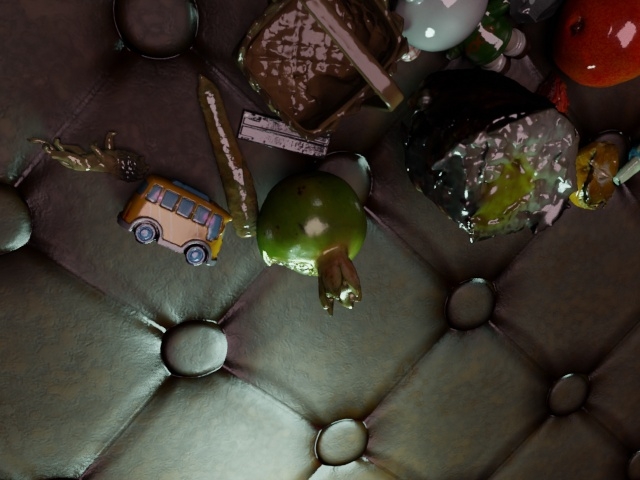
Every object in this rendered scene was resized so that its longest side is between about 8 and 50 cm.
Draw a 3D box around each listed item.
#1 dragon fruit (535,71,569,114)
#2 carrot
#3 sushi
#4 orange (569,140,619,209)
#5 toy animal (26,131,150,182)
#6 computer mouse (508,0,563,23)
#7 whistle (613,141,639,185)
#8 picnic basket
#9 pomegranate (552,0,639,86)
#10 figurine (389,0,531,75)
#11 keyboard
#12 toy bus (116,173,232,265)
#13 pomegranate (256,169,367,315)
[{"bbox_3d":[0.534,-0.291,1.309,0.106,0.083,0.162,33,96,-27],"label":"dragon fruit"},{"bbox_3d":[-0.182,-0.166,1.147,0.070,0.070,0.343,-17,111,-10],"label":"carrot"},{"bbox_3d":[0.325,-0.181,1.143,0.281,0.294,0.300,-26,127,0],"label":"sushi"},{"bbox_3d":[0.649,-0.158,1.374,0.169,0.112,0.160,-31,114,-41],"label":"orange"},{"bbox_3d":[-0.431,-0.166,1.069,0.219,0.069,0.086,14,115,-19],"label":"toy animal"},{"bbox_3d":[0.469,-0.556,1.196,0.231,0.071,0.126,-49,129,-4],"label":"computer mouse"},{"bbox_3d":[0.827,-0.232,1.424,0.235,0.077,0.114,-44,144,9],"label":"whistle"},{"bbox_3d":[0.010,-0.338,1.005,0.291,0.321,0.254,-44,112,0],"label":"picnic basket"},{"bbox_3d":[0.621,-0.440,1.213,0.256,0.220,0.221,-14,116,-42],"label":"pomegranate"},{"bbox_3d":[0.273,-0.431,1.109,0.369,0.167,0.281,15,139,-40],"label":"figurine"},{"bbox_3d":[-0.073,-0.220,1.187,0.197,0.010,0.064,11,107,-20],"label":"keyboard"},{"bbox_3d":[-0.281,-0.044,1.130,0.209,0.126,0.136,27,92,-24],"label":"toy bus"},{"bbox_3d":[0.000,0.000,1.138,0.235,0.302,0.236,-18,140,-16],"label":"pomegranate"}]
